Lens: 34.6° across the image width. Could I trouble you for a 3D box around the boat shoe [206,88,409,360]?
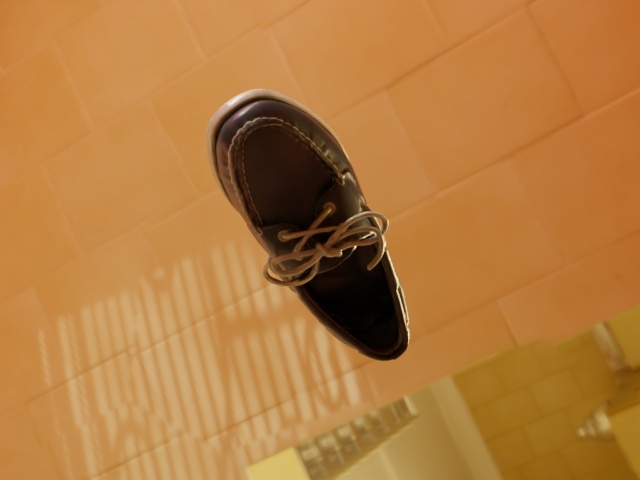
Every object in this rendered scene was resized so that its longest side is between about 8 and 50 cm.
[{"bbox_3d":[0.000,0.000,0.739,0.079,0.095,0.254,61,179,46],"label":"boat shoe"}]
